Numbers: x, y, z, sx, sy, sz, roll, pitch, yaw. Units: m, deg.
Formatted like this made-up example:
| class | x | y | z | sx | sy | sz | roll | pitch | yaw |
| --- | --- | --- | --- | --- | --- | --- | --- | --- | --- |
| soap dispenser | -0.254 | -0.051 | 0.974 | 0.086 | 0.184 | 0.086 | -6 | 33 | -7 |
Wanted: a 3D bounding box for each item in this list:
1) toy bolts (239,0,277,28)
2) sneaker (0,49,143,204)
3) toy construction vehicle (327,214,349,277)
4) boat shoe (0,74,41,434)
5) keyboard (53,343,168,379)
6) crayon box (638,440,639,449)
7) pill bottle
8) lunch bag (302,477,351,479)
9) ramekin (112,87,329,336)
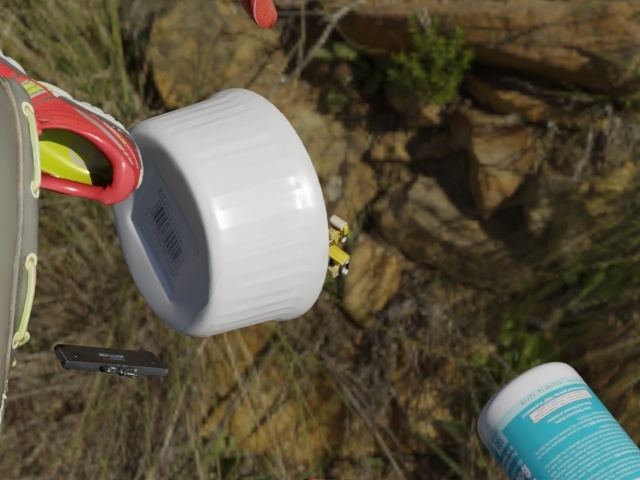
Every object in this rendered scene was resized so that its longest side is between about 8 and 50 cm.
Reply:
| class | x | y | z | sx | sy | sz | roll | pitch | yaw |
| --- | --- | --- | --- | --- | --- | --- | --- | --- | --- |
| toy bolts | -0.069 | -0.310 | 0.893 | 0.158 | 0.228 | 0.218 | 39 | 77 | 16 |
| sneaker | -0.291 | -0.112 | 1.025 | 0.279 | 0.107 | 0.118 | 20 | 15 | -21 |
| toy construction vehicle | 0.000 | 0.000 | 1.478 | 0.086 | 0.098 | 0.035 | 37 | 57 | 23 |
| boat shoe | -0.230 | 0.041 | 0.711 | 0.109 | 0.305 | 0.091 | 6 | 7 | 33 |
| keyboard | -0.346 | 0.207 | 1.848 | 0.180 | 0.023 | 0.108 | 8 | 13 | -30 |
| crayon box | 0.479 | 0.366 | 1.333 | 0.081 | 0.202 | 0.318 | 7 | -1 | -8 |
| pill bottle | 0.311 | 0.282 | 1.304 | 0.146 | 0.146 | 0.264 | -17 | 51 | -23 |
| lunch bag | -0.009 | 0.533 | 1.692 | 0.120 | 0.258 | 0.293 | 7 | 54 | -24 |
| ramekin | -0.125 | -0.024 | 1.256 | 0.135 | 0.277 | 0.277 | -17 | 36 | -32 |
